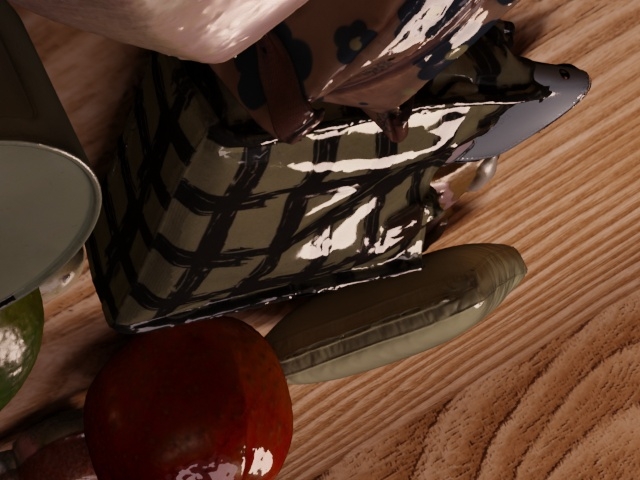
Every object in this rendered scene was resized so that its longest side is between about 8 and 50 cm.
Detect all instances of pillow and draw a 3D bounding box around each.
[{"bbox_3d":[0.094,0.093,1.637,0.322,0.120,0.255,-24,177,24],"label":"pillow"}]

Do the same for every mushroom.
[{"bbox_3d":[-0.253,0.019,1.143,0.083,0.067,0.083,-23,-164,7],"label":"mushroom"}]

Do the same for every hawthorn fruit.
[{"bbox_3d":[-0.139,0.242,1.486,0.254,0.300,0.254,-19,142,-16],"label":"hawthorn fruit"}]

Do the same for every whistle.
[{"bbox_3d":[-0.373,0.298,1.601,0.346,0.134,0.142,-14,166,-15],"label":"whistle"}]

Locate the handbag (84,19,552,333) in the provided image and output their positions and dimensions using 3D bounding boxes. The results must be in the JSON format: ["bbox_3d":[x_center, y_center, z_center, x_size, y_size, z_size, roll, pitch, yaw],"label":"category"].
[{"bbox_3d":[-0.013,-0.066,1.078,0.327,0.162,0.325,-8,153,-27],"label":"handbag"}]

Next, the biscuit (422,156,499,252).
[{"bbox_3d":[0.001,0.001,1.435,0.432,0.064,0.283,-17,158,-30],"label":"biscuit"}]

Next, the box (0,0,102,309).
[{"bbox_3d":[-0.273,-0.050,0.806,0.226,0.149,0.226,-25,158,-11],"label":"box"}]

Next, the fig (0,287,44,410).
[{"bbox_3d":[-0.310,0.031,1.012,0.203,0.235,0.203,6,133,6],"label":"fig"}]

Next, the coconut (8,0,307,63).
[{"bbox_3d":[-0.080,-0.197,0.632,0.234,0.224,0.224,-42,157,16],"label":"coconut"}]

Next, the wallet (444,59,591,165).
[{"bbox_3d":[0.140,-0.137,1.276,0.231,0.069,0.170,0,151,-38],"label":"wallet"}]

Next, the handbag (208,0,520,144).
[{"bbox_3d":[0.030,-0.189,0.811,0.190,0.193,0.251,-1,147,-44],"label":"handbag"}]
